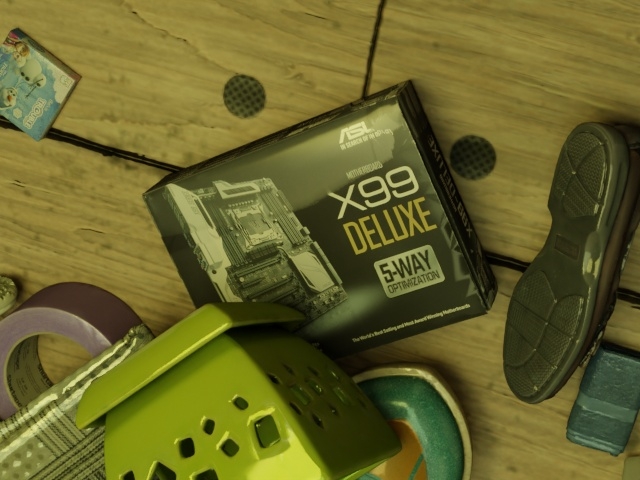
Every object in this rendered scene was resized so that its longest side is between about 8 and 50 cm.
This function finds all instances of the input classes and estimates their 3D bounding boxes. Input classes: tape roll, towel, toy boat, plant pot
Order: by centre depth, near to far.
[{"bbox_3d":[-0.087,0.184,1.261,0.227,0.228,0.207,-35,76,16],"label":"plant pot"},{"bbox_3d":[0.303,0.166,1.348,0.067,0.029,0.120,18,114,9],"label":"towel"},{"bbox_3d":[0.119,0.276,1.378,0.318,0.148,0.268,22,114,8],"label":"toy boat"},{"bbox_3d":[-0.231,0.296,1.447,0.324,0.056,0.312,-38,111,1],"label":"towel"},{"bbox_3d":[-0.291,0.149,1.490,0.188,0.080,0.189,5,110,14],"label":"tape roll"}]

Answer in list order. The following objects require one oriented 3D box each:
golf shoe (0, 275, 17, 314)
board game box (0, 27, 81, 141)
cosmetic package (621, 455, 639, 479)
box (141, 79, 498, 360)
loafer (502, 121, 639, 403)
[{"bbox_3d":[-0.412,0.101,1.527,0.176,0.069,0.086,-23,119,28],"label":"golf shoe"},{"bbox_3d":[-0.322,-0.170,1.413,0.090,0.020,0.090,37,115,-1],"label":"board game box"},{"bbox_3d":[0.465,0.452,1.241,0.327,0.329,0.394,-4,108,18],"label":"cosmetic package"},{"bbox_3d":[0.000,0.000,1.349,0.307,0.076,0.243,-19,104,22],"label":"box"},{"bbox_3d":[0.267,0.029,1.272,0.095,0.109,0.303,-2,118,-30],"label":"loafer"}]
